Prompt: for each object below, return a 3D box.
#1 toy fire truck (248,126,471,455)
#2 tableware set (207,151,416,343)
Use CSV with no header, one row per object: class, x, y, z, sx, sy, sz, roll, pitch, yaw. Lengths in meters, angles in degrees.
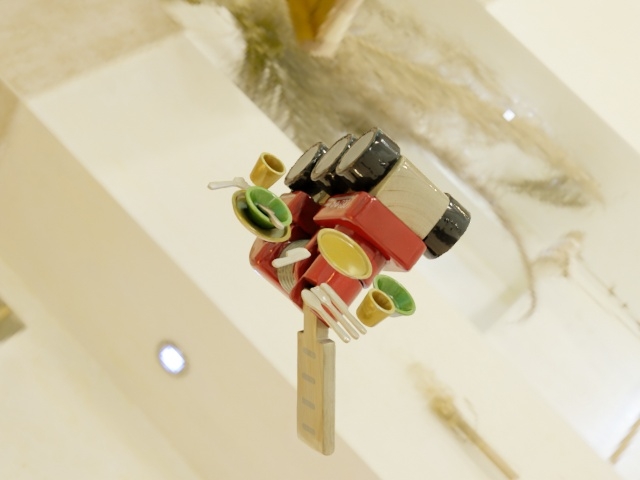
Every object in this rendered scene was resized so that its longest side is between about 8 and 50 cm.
toy fire truck,0.006,0.045,0.980,0.246,0.158,0.217,-52,-164,-13
tableware set,0.000,0.000,0.734,0.024,0.154,0.104,-49,164,27
